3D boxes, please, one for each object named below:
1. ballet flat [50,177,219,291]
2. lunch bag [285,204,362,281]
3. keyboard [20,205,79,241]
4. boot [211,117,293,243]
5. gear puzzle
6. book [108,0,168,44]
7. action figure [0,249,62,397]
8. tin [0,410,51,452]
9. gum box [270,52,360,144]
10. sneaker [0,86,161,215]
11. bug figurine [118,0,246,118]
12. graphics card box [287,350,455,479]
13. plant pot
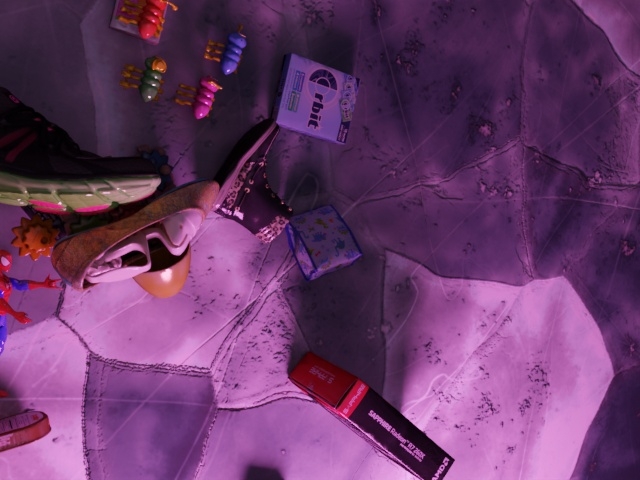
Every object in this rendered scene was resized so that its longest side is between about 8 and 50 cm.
[{"bbox_3d":[-0.326,-0.004,1.278,0.349,0.123,0.123,-27,108,-25],"label":"ballet flat"},{"bbox_3d":[0.000,0.000,1.534,0.129,0.096,0.151,-19,76,-26],"label":"lunch bag"},{"bbox_3d":[-0.519,-0.094,1.274,0.108,0.023,0.180,-41,114,-19],"label":"keyboard"},{"bbox_3d":[-0.123,-0.125,1.456,0.179,0.085,0.236,38,84,-29],"label":"boot"},{"bbox_3d":[-0.424,-0.061,1.295,0.339,0.044,0.175,-25,110,-29],"label":"gear puzzle"},{"bbox_3d":[-0.349,-0.470,1.317,0.096,0.035,0.144,14,89,-26],"label":"book"},{"bbox_3d":[-0.557,0.158,1.230,0.139,0.091,0.280,4,95,-1],"label":"action figure"},{"bbox_3d":[-0.597,0.361,1.238,0.190,0.106,0.040,-12,102,-28],"label":"tin"},{"bbox_3d":[-0.011,-0.315,1.517,0.184,0.041,0.157,14,89,-30],"label":"gum box"},{"bbox_3d":[-0.512,-0.161,1.154,0.483,0.185,0.202,9,80,-20],"label":"sneaker"},{"bbox_3d":[-0.263,-0.358,1.327,0.279,0.072,0.216,14,94,-42],"label":"bug figurine"},{"bbox_3d":[0.118,0.416,1.569,0.371,0.233,0.094,45,74,-25],"label":"graphics card box"},{"bbox_3d":[-0.318,0.058,1.355,0.134,0.134,0.095,-26,131,-24],"label":"plant pot"}]
